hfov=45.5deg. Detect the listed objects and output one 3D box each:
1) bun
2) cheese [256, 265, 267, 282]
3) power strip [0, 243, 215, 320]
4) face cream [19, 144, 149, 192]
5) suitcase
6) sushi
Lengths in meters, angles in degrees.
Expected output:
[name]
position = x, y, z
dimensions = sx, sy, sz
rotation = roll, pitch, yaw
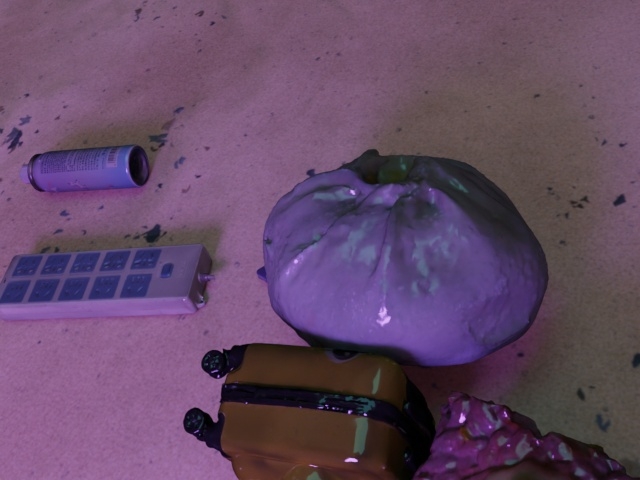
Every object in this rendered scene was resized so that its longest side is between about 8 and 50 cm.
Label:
[bun]
position = 0.101, 0.003, 0.898
dimensions = 0.354, 0.194, 0.354
rotation = -1, 25, 1
[cheese]
position = 0.000, 0.000, 1.095
dimensions = 0.105, 0.042, 0.191
rotation = 24, 64, 35
[power strip]
position = -0.326, 0.063, 1.153
dimensions = 0.367, 0.043, 0.106
rotation = -4, 51, 16
[face cream]
position = -0.414, -0.122, 1.320
dimensions = 0.229, 0.075, 0.075
rotation = -1, 51, 18
[suitcase]
position = -0.001, 0.209, 0.813
dimensions = 0.235, 0.194, 0.143
rotation = 1, 59, 25
[sushi]
position = 0.193, 0.264, 0.683
dimensions = 0.270, 0.236, 0.171
rotation = 29, 73, 32
